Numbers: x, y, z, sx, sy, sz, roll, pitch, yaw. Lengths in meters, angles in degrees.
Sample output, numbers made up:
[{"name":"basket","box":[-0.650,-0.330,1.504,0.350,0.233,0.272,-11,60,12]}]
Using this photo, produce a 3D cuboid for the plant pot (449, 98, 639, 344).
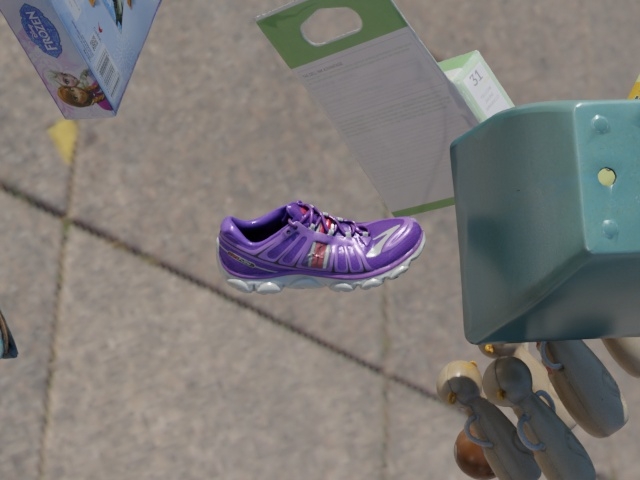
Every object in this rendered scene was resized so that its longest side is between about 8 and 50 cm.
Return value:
[{"name":"plant pot","box":[0.206,-0.022,1.205,0.165,0.234,0.166,-2,80,-9]}]

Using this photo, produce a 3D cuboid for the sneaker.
[{"name":"sneaker","box":[0.000,0.000,1.329,0.068,0.169,0.071,-100,-176,-60]}]

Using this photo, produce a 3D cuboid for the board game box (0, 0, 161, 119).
[{"name":"board game box","box":[-0.248,-0.344,1.668,0.319,0.065,0.318,65,32,-44]}]

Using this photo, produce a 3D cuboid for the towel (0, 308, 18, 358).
[{"name":"towel","box":[-0.503,-0.025,1.915,0.040,0.271,0.370,-36,113,-41]}]

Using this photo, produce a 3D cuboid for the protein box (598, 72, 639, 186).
[{"name":"protein box","box":[0.479,-0.103,2.120,0.200,0.136,0.201,37,76,-40]}]

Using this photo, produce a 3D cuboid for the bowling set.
[{"name":"bowling set","box":[0.163,0.127,1.457,0.154,0.200,0.287,55,32,-4]}]

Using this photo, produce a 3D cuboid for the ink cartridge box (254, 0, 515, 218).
[{"name":"ink cartridge box","box":[0.070,-0.134,1.461,0.056,0.171,0.235,-47,111,-34]}]
